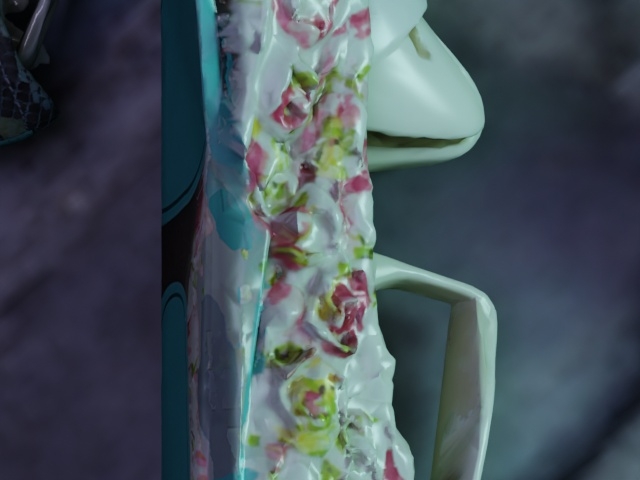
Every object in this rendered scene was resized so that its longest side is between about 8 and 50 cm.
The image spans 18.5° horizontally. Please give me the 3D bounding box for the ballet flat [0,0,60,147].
[{"bbox_3d":[-0.088,-0.111,0.492,0.070,0.070,0.188,-2,85,18],"label":"ballet flat"}]

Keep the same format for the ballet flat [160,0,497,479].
[{"bbox_3d":[0.000,0.000,0.443,0.077,0.091,0.241,-1,87,-12],"label":"ballet flat"}]
